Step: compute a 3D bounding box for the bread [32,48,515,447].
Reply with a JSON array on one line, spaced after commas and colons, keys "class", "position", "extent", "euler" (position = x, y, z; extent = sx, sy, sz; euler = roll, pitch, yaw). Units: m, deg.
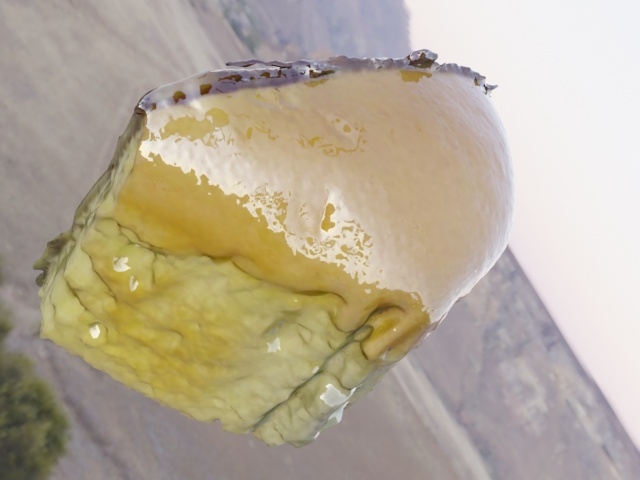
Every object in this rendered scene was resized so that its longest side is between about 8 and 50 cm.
[{"class": "bread", "position": [0.000, 0.000, 0.617], "extent": [0.262, 0.204, 0.162], "euler": [-14, 63, -40]}]
